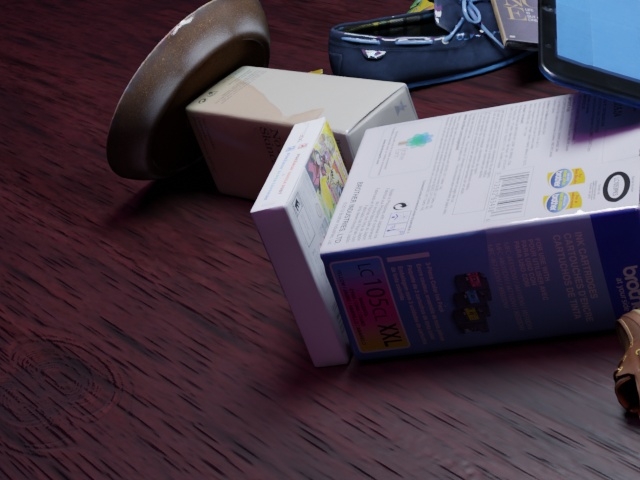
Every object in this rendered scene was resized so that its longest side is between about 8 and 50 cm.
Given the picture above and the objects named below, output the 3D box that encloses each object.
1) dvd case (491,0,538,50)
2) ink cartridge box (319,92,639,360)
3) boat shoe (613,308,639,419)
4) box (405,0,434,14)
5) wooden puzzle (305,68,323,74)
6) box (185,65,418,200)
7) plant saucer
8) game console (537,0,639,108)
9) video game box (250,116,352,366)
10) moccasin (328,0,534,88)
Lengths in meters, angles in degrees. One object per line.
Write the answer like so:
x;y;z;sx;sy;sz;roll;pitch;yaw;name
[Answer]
0.320;-0.326;1.963;0.164;0.018;0.221;5;39;-8;dvd case
0.225;-0.027;1.480;0.395;0.151;0.270;-10;31;21;ink cartridge box
0.293;0.123;1.269;0.060;0.064;0.178;-16;31;3;boat shoe
0.221;-0.361;2.172;0.179;0.043;0.105;1;35;29;box
-0.036;-0.230;2.137;0.078;0.014;0.116;-11;30;17;wooden puzzle
-0.016;-0.128;1.814;0.311;0.148;0.121;12;42;46;box
-0.168;-0.198;1.935;0.050;0.310;0.310;40;57;17;plant saucer
0.381;-0.260;1.494;0.250;0.173;0.293;-36;25;29;game console
0.000;0.000;1.519;0.048;0.205;0.187;-8;30;23;video game box
0.178;-0.298;2.008;0.342;0.117;0.138;-17;28;0;moccasin
